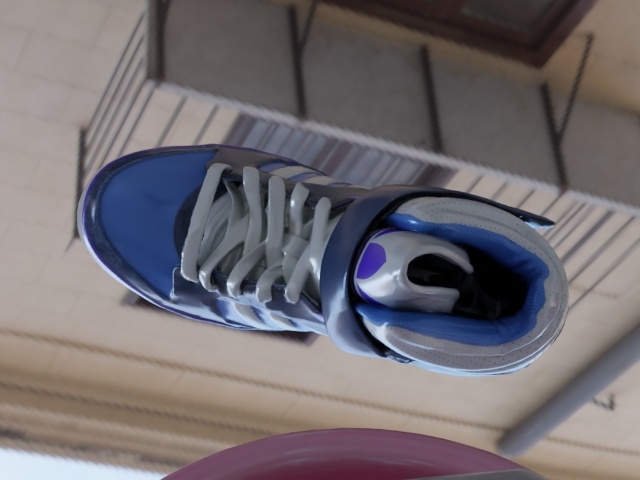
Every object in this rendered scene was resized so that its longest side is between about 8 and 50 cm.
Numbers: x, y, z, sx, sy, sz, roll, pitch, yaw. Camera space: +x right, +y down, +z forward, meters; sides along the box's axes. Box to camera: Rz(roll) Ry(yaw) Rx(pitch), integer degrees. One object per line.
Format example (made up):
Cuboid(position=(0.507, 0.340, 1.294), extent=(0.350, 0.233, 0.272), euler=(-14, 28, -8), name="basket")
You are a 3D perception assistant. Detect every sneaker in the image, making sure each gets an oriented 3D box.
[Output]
Cuboid(position=(0.000, 0.001, 0.850), extent=(0.323, 0.236, 0.130), euler=(18, -99, -5), name="sneaker")

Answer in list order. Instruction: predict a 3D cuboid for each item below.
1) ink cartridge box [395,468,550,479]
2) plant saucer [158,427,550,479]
Cuboid(position=(0.045, 0.133, 0.442), extent=(0.134, 0.231, 0.078), euler=(-4, -91, -9), name="ink cartridge box")
Cuboid(position=(0.017, 0.241, 0.596), extent=(0.332, 0.084, 0.332), euler=(0, -133, 0), name="plant saucer")
